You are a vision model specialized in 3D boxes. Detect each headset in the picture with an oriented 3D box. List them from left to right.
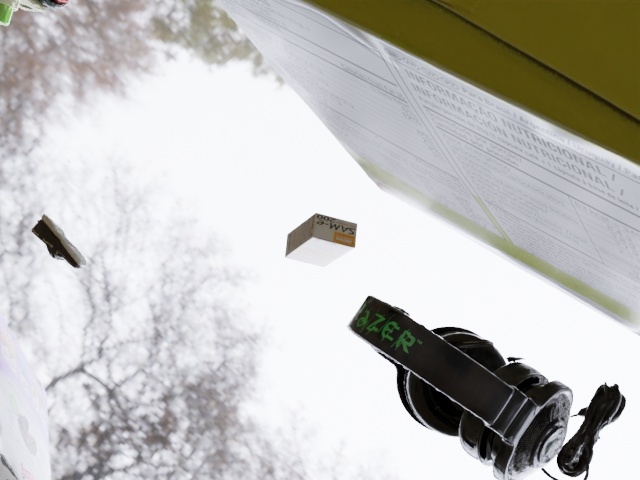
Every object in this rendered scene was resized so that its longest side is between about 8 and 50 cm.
[{"bbox_3d":[0.207,0.165,1.390,0.185,0.394,0.243,-54,-146,-4],"label":"headset"}]

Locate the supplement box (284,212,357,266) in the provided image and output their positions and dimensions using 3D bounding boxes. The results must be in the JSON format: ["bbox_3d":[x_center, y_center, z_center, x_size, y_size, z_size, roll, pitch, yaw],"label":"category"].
[{"bbox_3d":[0.000,0.000,1.575,0.098,0.062,0.036,146,-46,-60],"label":"supplement box"}]

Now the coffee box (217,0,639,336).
[{"bbox_3d":[0.193,-0.155,0.659,0.338,0.334,0.338,33,-96,33],"label":"coffee box"}]

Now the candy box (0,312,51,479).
[{"bbox_3d":[-0.345,0.197,1.269,0.070,0.165,0.196,-16,-136,-1],"label":"candy box"}]

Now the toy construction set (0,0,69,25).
[{"bbox_3d":[-0.363,-0.370,1.326,0.151,0.215,0.328,30,-85,33],"label":"toy construction set"}]

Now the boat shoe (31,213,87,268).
[{"bbox_3d":[-0.405,0.009,1.849,0.038,0.046,0.125,-46,-119,1],"label":"boat shoe"}]
